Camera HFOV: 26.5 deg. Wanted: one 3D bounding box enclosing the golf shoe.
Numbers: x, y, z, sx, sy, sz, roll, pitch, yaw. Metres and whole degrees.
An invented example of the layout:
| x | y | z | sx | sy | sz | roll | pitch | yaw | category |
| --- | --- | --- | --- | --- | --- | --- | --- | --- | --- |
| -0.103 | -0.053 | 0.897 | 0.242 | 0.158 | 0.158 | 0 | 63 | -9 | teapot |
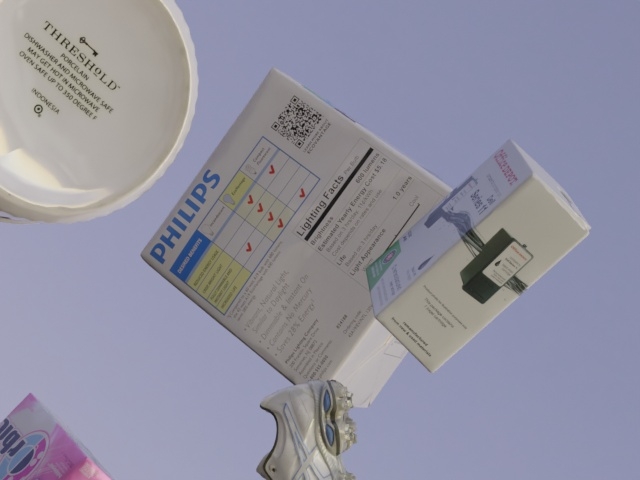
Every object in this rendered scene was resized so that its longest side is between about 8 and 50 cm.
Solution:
| x | y | z | sx | sy | sz | roll | pitch | yaw | category |
| --- | --- | --- | --- | --- | --- | --- | --- | --- | --- |
| -0.010 | 0.207 | 1.145 | 0.086 | 0.176 | 0.069 | -7 | -16 | 8 | golf shoe |

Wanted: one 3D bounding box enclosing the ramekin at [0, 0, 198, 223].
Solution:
| x | y | z | sx | sy | sz | roll | pitch | yaw | category |
| --- | --- | --- | --- | --- | --- | --- | --- | --- | --- |
| -0.228 | -0.136 | 1.146 | 0.127 | 0.273 | 0.273 | 25 | -32 | 60 | ramekin |

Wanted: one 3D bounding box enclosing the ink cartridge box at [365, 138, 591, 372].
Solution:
| x | y | z | sx | sy | sz | roll | pitch | yaw | category |
| --- | --- | --- | --- | --- | --- | --- | --- | --- | --- |
| 0.151 | 0.011 | 1.343 | 0.208 | 0.153 | 0.087 | -43 | -76 | 10 | ink cartridge box |

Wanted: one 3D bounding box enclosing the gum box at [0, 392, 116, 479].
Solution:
| x | y | z | sx | sy | sz | roll | pitch | yaw | category |
| --- | --- | --- | --- | --- | --- | --- | --- | --- | --- |
| -0.269 | 0.232 | 1.300 | 0.062 | 0.107 | 0.188 | 50 | -12 | -30 | gum box |

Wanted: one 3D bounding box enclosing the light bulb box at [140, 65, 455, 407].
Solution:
| x | y | z | sx | sy | sz | roll | pitch | yaw | category |
| --- | --- | --- | --- | --- | --- | --- | --- | --- | --- |
| 0.000 | 0.000 | 2.013 | 0.361 | 0.358 | 0.225 | 38 | 5 | 22 | light bulb box |
